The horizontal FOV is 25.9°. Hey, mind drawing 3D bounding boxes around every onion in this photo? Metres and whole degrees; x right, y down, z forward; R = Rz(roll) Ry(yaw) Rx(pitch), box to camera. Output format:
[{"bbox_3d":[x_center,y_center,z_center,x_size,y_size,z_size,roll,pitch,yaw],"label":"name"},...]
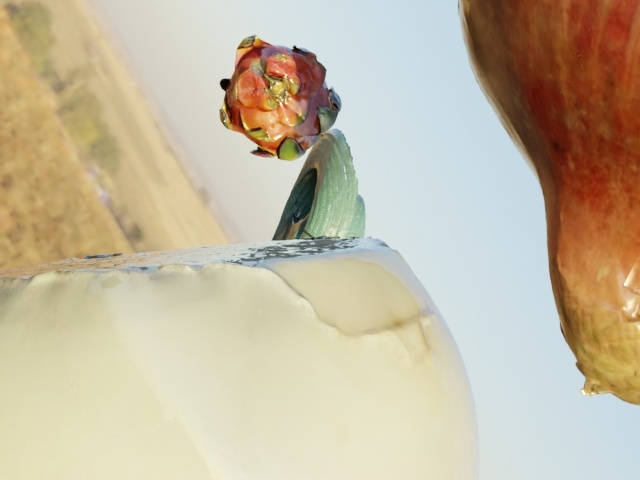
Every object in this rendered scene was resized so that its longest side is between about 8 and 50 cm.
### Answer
[{"bbox_3d":[0.232,-0.103,0.704,0.353,0.353,0.353,59,-3,5],"label":"onion"}]

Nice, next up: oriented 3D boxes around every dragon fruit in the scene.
[{"bbox_3d":[-0.027,-0.102,1.037,0.081,0.086,0.116,45,9,28],"label":"dragon fruit"}]

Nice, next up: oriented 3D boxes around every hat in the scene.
[{"bbox_3d":[0.000,0.000,1.221,0.078,0.191,0.138,26,-7,-15],"label":"hat"}]

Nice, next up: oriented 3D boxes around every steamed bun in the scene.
[{"bbox_3d":[-0.062,0.146,0.718,0.309,0.309,0.309,59,-3,5],"label":"steamed bun"}]
